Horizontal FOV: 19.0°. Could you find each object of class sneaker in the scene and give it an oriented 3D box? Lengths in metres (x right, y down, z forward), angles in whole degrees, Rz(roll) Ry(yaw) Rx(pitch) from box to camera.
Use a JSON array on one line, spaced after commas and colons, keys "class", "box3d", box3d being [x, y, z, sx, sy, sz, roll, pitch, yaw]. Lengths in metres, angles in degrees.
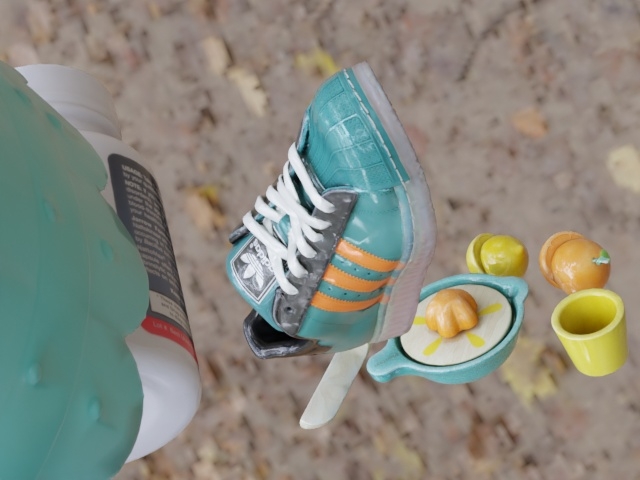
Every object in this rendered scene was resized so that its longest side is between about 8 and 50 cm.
[{"class": "sneaker", "box3d": [0.000, 0.000, 1.269, 0.302, 0.121, 0.108, 90, 156, -59]}]

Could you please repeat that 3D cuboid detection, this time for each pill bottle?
[{"class": "pill bottle", "box3d": [-0.123, 0.009, 0.909, 0.108, 0.108, 0.180, 111, 152, -50]}]

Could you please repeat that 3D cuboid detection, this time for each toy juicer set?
[{"class": "toy juicer set", "box3d": [0.133, 0.061, 1.858, 0.209, 0.329, 0.089, -85, -23, -50]}]

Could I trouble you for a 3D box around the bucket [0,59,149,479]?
[{"class": "bucket", "box3d": [-0.215, 0.017, 0.646, 0.281, 0.281, 0.183, 45, 179, 29]}]
